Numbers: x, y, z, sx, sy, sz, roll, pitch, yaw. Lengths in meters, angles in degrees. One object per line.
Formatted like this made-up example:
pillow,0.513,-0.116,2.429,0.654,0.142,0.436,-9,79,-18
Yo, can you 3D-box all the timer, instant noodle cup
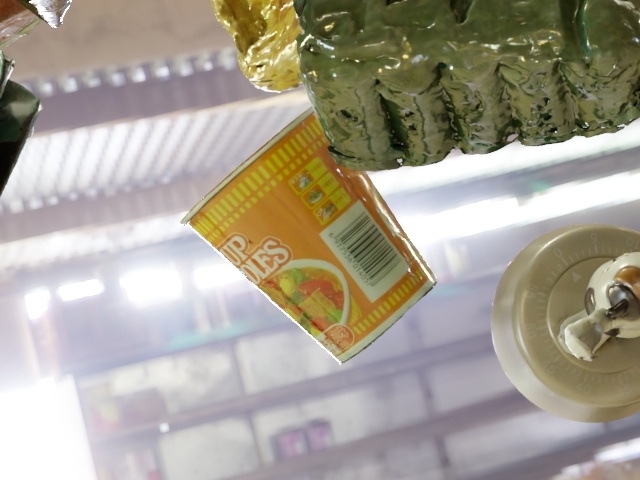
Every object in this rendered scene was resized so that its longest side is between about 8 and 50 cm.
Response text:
timer,0.239,0.052,1.299,0.175,0.175,0.266,-14,-9,-3
instant noodle cup,0.000,0.000,1.396,0.168,0.185,0.168,-40,2,2

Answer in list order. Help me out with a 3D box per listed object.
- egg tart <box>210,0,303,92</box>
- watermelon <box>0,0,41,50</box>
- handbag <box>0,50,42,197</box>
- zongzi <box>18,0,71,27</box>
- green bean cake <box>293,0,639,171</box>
egg tart,-0.007,-0.247,1.466,0.106,0.241,0.241,7,-20,-37
watermelon,-0.345,-0.175,1.283,0.176,0.256,0.260,32,40,33
handbag,-0.421,-0.060,1.612,0.274,0.269,0.100,-6,-40,30
zongzi,-0.207,-0.294,1.158,0.111,0.248,0.241,4,-5,0
green bean cake,0.110,-0.181,1.131,0.255,0.241,0.132,-5,-34,16
